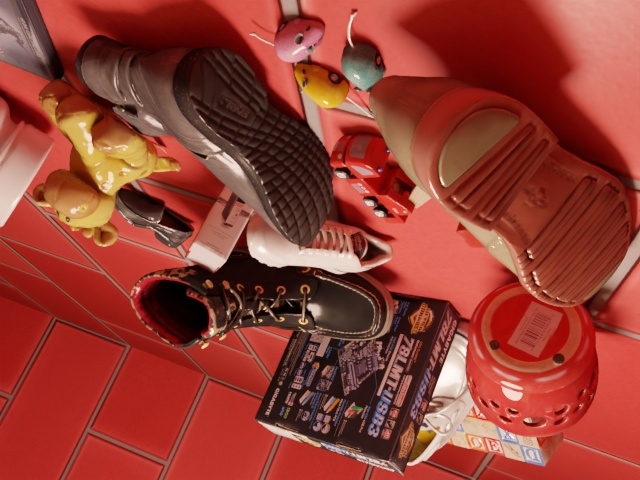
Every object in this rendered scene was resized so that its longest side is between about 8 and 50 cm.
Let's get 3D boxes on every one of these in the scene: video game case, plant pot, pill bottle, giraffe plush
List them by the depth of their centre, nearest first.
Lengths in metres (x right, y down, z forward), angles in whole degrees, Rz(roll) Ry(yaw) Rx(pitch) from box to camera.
[{"bbox_3d":[-0.475,-0.309,0.923,0.274,0.026,0.196,23,160,2],"label":"video game case"},{"bbox_3d":[-0.323,-0.095,1.020,0.181,0.171,0.210,35,180,32],"label":"giraffe plush"},{"bbox_3d":[0.298,0.162,1.044,0.191,0.191,0.174,12,150,26],"label":"plant pot"},{"bbox_3d":[-0.624,-0.181,1.136,0.361,0.204,0.204,32,158,-22],"label":"pill bottle"}]

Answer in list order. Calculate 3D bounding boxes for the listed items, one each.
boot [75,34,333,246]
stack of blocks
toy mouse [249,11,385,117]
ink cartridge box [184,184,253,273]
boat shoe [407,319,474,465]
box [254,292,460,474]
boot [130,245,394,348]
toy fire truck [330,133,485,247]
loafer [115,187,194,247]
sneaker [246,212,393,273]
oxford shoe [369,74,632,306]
[{"bbox_3d":[-0.132,-0.130,0.918,0.222,0.118,0.338,17,154,37],"label":"boot"},{"bbox_3d":[0.317,0.330,1.464,0.297,0.087,0.171,0,118,47],"label":"stack of blocks"},{"bbox_3d":[0.007,-0.178,0.725,0.161,0.031,0.143,28,159,-11],"label":"toy mouse"},{"bbox_3d":[-0.146,-0.028,1.109,0.056,0.135,0.099,30,158,-9],"label":"ink cartridge box"},{"bbox_3d":[0.201,0.309,1.368,0.135,0.156,0.367,37,138,21],"label":"boat shoe"},{"bbox_3d":[0.063,0.227,1.288,0.293,0.296,0.073,6,151,36],"label":"box"},{"bbox_3d":[-0.098,0.105,1.210,0.377,0.138,0.284,17,-163,31],"label":"boot"},{"bbox_3d":[0.115,-0.060,0.880,0.135,0.047,0.192,2,150,43],"label":"toy fire truck"},{"bbox_3d":[-0.309,-0.051,1.351,0.061,0.062,0.170,-25,136,35],"label":"loafer"},{"bbox_3d":[0.000,0.000,1.048,0.235,0.090,0.094,8,176,-42],"label":"sneaker"},{"bbox_3d":[0.199,-0.054,0.751,0.397,0.140,0.146,36,-173,-43],"label":"oxford shoe"}]
